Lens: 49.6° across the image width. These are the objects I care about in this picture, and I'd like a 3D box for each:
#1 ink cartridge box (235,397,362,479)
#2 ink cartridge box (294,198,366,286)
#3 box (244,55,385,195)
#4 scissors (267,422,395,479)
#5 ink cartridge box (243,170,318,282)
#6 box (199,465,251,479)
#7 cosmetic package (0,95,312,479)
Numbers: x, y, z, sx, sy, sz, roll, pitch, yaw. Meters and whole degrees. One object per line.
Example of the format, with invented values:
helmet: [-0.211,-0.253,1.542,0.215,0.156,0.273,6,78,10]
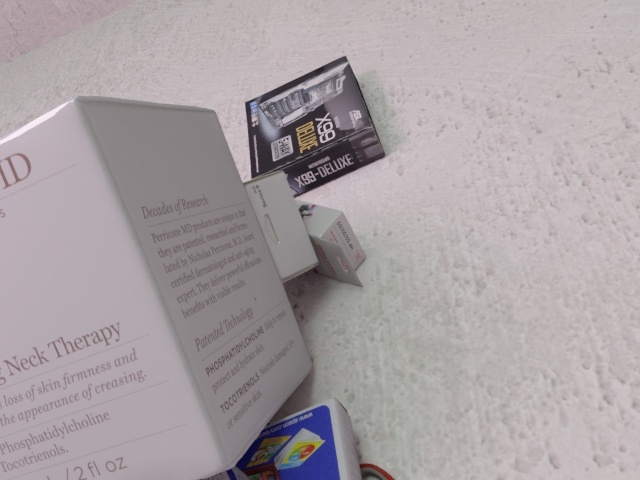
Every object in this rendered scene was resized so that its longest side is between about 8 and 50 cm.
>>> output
ink cartridge box: [-0.085,0.364,0.766,0.303,0.072,0.307,-25,42,14]
ink cartridge box: [0.000,0.000,1.089,0.181,0.104,0.061,18,58,43]
box: [-0.021,-0.224,1.372,0.242,0.077,0.307,-23,38,10]
scissors: [0.002,0.273,0.861,0.109,0.021,0.297,-40,38,-7]
ink cartridge box: [-0.121,-0.001,1.071,0.093,0.154,0.212,-25,5,-40]
box: [-0.118,0.323,0.722,0.137,0.072,0.126,-41,38,-4]
cosmetic package: [-0.259,0.073,0.858,0.329,0.394,0.327,-21,3,18]
